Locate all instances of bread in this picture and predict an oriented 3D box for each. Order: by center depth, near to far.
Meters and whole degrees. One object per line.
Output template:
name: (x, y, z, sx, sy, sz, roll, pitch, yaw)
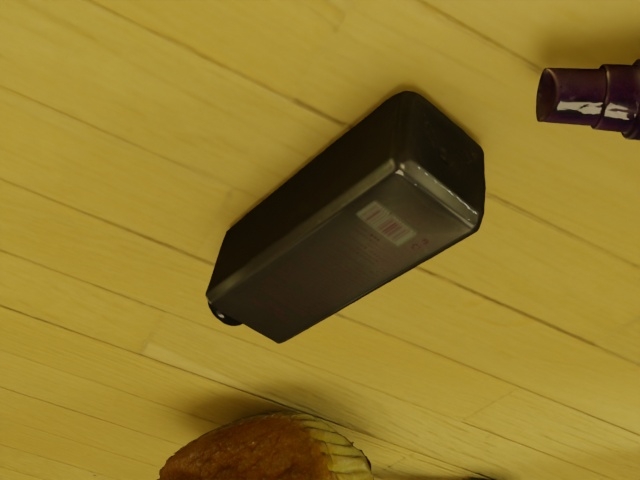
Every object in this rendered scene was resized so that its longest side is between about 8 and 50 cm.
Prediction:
bread: (-0.068, 0.307, 0.726, 0.253, 0.227, 0.142, -16, 156, 22)

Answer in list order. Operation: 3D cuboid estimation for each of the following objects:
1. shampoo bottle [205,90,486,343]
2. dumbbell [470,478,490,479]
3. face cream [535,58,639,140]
shampoo bottle: (0.000, 0.000, 0.478, 0.080, 0.079, 0.246, 35, 133, -24)
dumbbell: (0.098, 0.349, 0.833, 0.302, 0.108, 0.121, 8, 139, 3)
face cream: (0.256, -0.068, 0.350, 0.273, 0.078, 0.078, 5, 139, 5)
